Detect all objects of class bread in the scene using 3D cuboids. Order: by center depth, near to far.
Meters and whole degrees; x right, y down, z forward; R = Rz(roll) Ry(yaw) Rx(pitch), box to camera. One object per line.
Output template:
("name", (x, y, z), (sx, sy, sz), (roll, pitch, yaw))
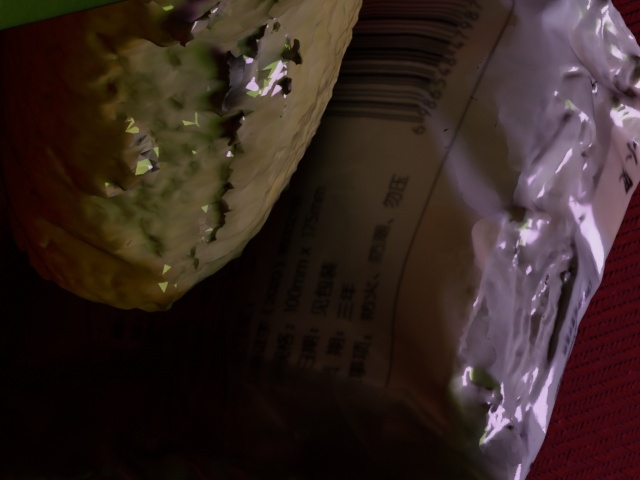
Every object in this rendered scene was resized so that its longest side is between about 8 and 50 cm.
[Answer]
("bread", (-0.060, -0.153, 0.894), (0.375, 0.165, 0.236), (104, 10, -50))

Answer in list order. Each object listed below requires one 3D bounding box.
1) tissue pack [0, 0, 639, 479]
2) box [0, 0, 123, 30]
("tissue pack", (0.000, 0.000, 1.145), (0.195, 0.390, 0.375), (56, 50, -39))
("box", (-0.108, -0.166, 0.538), (0.148, 0.177, 0.195), (-67, 171, 18))
